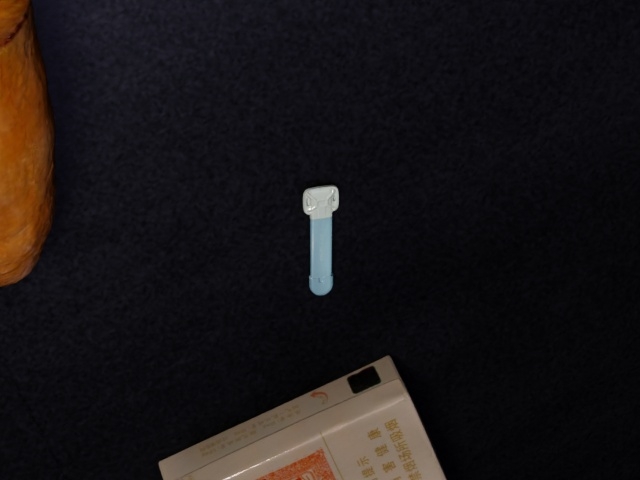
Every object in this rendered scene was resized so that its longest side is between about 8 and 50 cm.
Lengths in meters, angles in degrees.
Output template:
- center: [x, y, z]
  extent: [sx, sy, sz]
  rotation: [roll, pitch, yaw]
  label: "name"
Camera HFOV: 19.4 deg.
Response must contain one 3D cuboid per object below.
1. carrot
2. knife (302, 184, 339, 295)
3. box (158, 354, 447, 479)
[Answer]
- center: [-0.240, -0.061, 1.196]
  extent: [0.159, 0.159, 0.225]
  rotation: [-17, 135, -6]
  label: "carrot"
- center: [0.000, 0.000, 1.373]
  extent: [0.027, 0.010, 0.096]
  rotation: [-9, 125, -12]
  label: "knife"
- center: [-0.007, 0.192, 1.459]
  extent: [0.201, 0.058, 0.141]
  rotation: [-23, 124, -1]
  label: "box"
